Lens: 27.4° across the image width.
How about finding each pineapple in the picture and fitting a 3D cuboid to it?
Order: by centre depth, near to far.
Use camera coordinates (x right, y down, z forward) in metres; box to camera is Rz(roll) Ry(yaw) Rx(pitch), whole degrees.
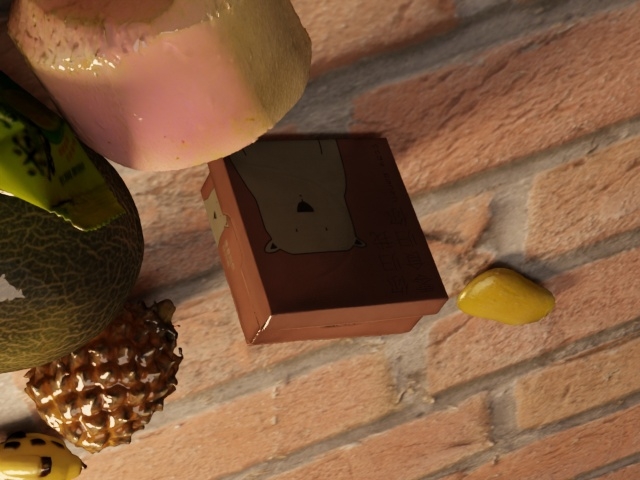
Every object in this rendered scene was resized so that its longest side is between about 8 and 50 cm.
[{"bbox_3d":[-0.233,0.138,1.481,0.193,0.166,0.166,-47,142,1],"label":"pineapple"}]

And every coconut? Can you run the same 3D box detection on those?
[{"bbox_3d":[-0.129,-0.177,1.089,0.233,0.233,0.245,-25,151,0],"label":"coconut"}]

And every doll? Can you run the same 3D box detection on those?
[{"bbox_3d":[-0.430,0.278,1.587,0.291,0.086,0.117,2,166,-31],"label":"doll"}]

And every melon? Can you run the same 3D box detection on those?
[{"bbox_3d":[-0.313,0.003,1.179,0.301,0.237,0.237,1,137,-33],"label":"melon"}]

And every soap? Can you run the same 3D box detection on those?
[{"bbox_3d":[0.252,0.081,1.791,0.089,0.033,0.168,-40,142,22],"label":"soap"}]

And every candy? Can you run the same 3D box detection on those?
[{"bbox_3d":[-0.263,-0.091,1.044,0.246,0.149,0.069,40,107,-5],"label":"candy"}]

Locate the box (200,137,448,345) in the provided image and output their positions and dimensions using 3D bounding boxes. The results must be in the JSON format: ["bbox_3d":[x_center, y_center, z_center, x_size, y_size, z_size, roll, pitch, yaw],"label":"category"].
[{"bbox_3d":[0.000,0.000,1.389,0.215,0.215,0.086,-4,150,-28],"label":"box"}]
